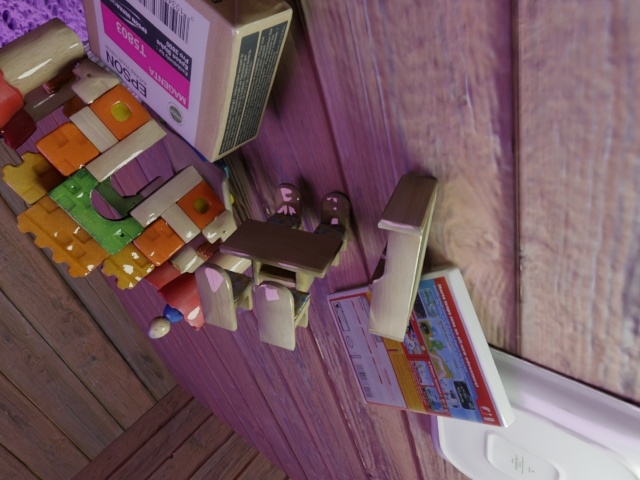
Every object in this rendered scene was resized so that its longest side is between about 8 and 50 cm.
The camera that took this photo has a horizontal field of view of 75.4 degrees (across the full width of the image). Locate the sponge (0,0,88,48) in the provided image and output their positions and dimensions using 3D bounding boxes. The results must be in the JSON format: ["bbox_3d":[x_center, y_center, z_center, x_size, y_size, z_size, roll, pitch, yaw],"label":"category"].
[{"bbox_3d":[-0.442,-0.375,0.670,0.210,0.031,0.117,-9,117,7],"label":"sponge"}]

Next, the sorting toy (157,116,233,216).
[{"bbox_3d":[-0.217,-0.115,0.776,0.196,0.047,0.347,41,152,20],"label":"sorting toy"}]

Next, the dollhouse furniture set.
[{"bbox_3d":[0.000,0.000,0.499,0.242,0.212,0.160,13,127,16],"label":"dollhouse furniture set"}]

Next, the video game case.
[{"bbox_3d":[0.124,0.159,0.621,0.285,0.025,0.204,-23,86,56],"label":"video game case"}]

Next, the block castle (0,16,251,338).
[{"bbox_3d":[-0.336,-0.065,0.656,0.453,0.213,0.303,53,158,-23],"label":"block castle"}]

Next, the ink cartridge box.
[{"bbox_3d":[-0.164,-0.237,0.473,0.235,0.088,0.193,42,144,6],"label":"ink cartridge box"}]

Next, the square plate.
[{"bbox_3d":[0.299,0.305,0.598,0.344,0.049,0.347,18,136,39],"label":"square plate"}]

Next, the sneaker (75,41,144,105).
[{"bbox_3d":[-0.460,-0.354,0.768,0.321,0.127,0.126,30,113,-11],"label":"sneaker"}]
